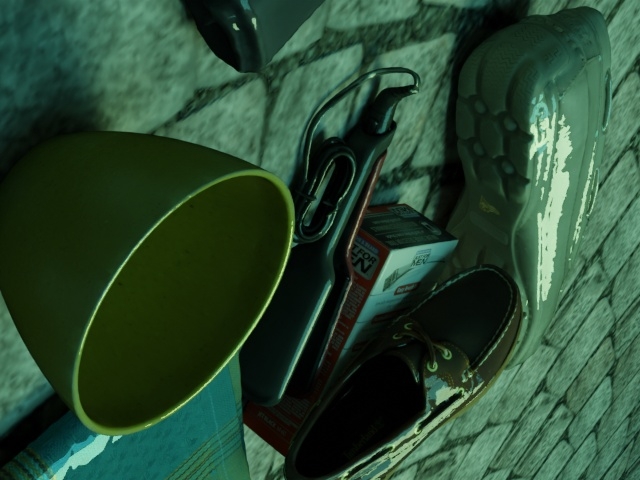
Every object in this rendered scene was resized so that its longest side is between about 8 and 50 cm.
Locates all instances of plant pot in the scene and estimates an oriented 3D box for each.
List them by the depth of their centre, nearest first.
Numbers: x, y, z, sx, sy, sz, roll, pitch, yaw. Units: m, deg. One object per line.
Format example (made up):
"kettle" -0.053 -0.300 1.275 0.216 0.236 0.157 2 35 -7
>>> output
"plant pot" -0.091 0.005 0.602 0.134 0.095 0.134 -41 151 -29

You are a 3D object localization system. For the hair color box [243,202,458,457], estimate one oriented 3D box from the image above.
"hair color box" 0.019 0.060 0.921 0.093 0.053 0.167 -8 129 -56

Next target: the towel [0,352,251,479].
"towel" -0.181 0.220 0.777 0.370 0.040 0.271 -40 150 -27

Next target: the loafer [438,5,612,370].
"loafer" 0.155 -0.027 0.990 0.111 0.112 0.319 -32 147 -26

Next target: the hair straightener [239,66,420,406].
"hair straightener" 0.000 0.000 0.817 0.089 0.047 0.230 -7 127 -59

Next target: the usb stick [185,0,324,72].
"usb stick" 0.037 -0.193 0.651 0.278 0.045 0.077 -49 154 -15

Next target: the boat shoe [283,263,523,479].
"boat shoe" 0.057 0.091 0.876 0.207 0.073 0.073 -48 155 -14
